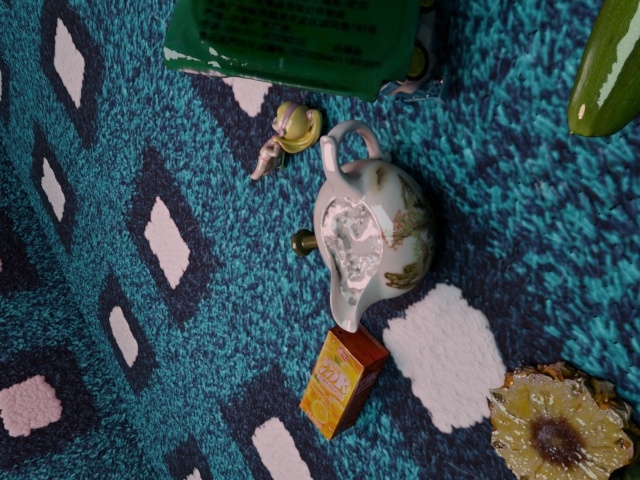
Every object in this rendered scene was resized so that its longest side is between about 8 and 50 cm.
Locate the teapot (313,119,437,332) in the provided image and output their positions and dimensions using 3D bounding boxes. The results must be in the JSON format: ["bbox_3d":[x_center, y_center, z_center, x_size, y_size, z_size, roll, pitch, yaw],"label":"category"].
[{"bbox_3d":[0.064,-0.023,0.756,0.204,0.139,0.298,7,111,49],"label":"teapot"}]

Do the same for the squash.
[{"bbox_3d":[0.296,-0.225,0.449,0.082,0.082,0.293,38,132,33],"label":"squash"}]

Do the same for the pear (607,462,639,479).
[{"bbox_3d":[0.380,0.395,0.526,0.255,0.164,0.238,21,127,26],"label":"pear"}]

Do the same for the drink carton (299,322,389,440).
[{"bbox_3d":[0.039,0.255,0.953,0.096,0.071,0.223,43,132,31],"label":"drink carton"}]

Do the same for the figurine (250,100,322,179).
[{"bbox_3d":[-0.060,-0.165,0.902,0.083,0.083,0.187,57,133,17],"label":"figurine"}]

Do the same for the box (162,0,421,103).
[{"bbox_3d":[-0.011,-0.321,0.617,0.106,0.264,0.337,94,-173,-82],"label":"box"}]

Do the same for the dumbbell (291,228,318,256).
[{"bbox_3d":[0.000,0.000,0.908,0.118,0.052,0.046,-7,124,51],"label":"dumbbell"}]

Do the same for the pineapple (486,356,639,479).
[{"bbox_3d":[0.306,0.249,0.659,0.221,0.047,0.221,20,119,42],"label":"pineapple"}]

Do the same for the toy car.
[{"bbox_3d":[0.114,-0.252,0.663,0.126,0.098,0.162,21,95,62],"label":"toy car"}]
